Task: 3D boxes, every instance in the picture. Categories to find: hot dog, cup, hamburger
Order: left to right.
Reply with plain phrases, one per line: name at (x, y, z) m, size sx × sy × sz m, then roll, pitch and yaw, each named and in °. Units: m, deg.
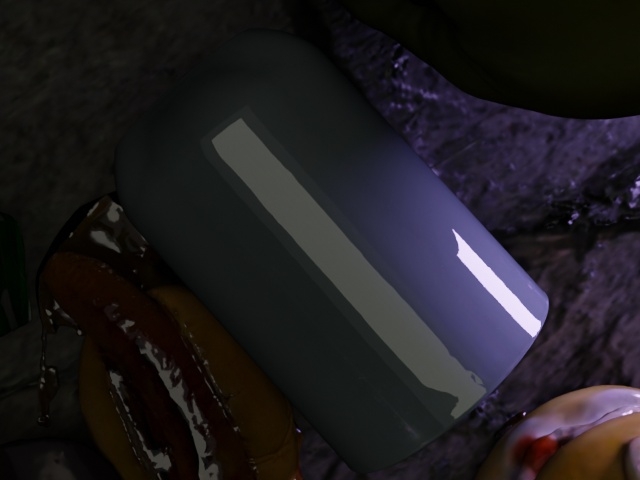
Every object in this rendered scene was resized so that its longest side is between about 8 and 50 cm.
hot dog at (-0.131, 0.132, 0.830) m, size 0.194 × 0.107 × 0.326 m, roll -43°, pitch 96°, yaw -2°
cup at (0.000, 0.000, 0.791) m, size 0.205 × 0.205 × 0.312 m, roll -42°, pitch 95°, yaw -2°
hamburger at (0.240, 0.267, 0.841) m, size 0.303 × 0.186 × 0.260 m, roll -15°, pitch 94°, yaw -3°

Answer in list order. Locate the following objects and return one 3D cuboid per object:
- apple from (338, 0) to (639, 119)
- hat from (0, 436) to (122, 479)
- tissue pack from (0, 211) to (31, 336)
apple at (0.185, -0.303, 0.676) m, size 0.474 × 0.473 × 0.473 m, roll 0°, pitch 94°, yaw -6°
hat at (-0.213, 0.331, 0.759) m, size 0.238 × 0.209 × 0.336 m, roll -28°, pitch 97°, yaw 28°
tissue pack at (-0.311, 0.006, 0.752) m, size 0.148 × 0.209 × 0.156 m, roll -7°, pitch 92°, yaw -5°
